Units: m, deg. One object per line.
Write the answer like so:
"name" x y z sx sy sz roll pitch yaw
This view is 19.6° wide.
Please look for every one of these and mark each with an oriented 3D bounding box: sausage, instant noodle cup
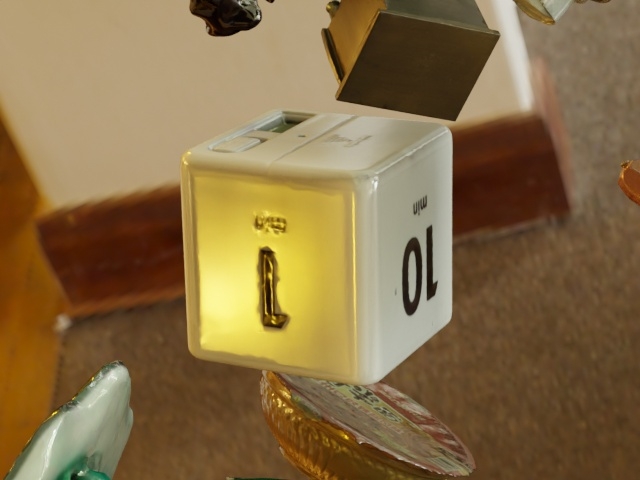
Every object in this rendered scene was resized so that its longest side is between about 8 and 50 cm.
"sausage" 0.291 -0.017 1.441 0.147 0.030 0.035 35 102 21
"instant noodle cup" 0.030 0.211 1.988 0.274 0.274 0.091 39 104 46

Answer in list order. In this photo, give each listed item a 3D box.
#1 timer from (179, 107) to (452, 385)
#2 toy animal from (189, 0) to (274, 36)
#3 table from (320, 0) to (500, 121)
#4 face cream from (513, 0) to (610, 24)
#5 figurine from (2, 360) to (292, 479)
"timer" 0.000 0.000 1.667 0.194 0.195 0.192 7 19 26
"toy animal" -0.129 -0.251 1.248 0.195 0.324 0.090 1 66 15
"table" 0.051 -0.132 1.152 0.083 0.070 0.082 8 40 -23
"face cream" 0.247 -0.293 1.261 0.349 0.105 0.105 -51 45 -3
"figurine" -0.010 0.229 0.925 0.340 0.324 0.231 28 65 10
